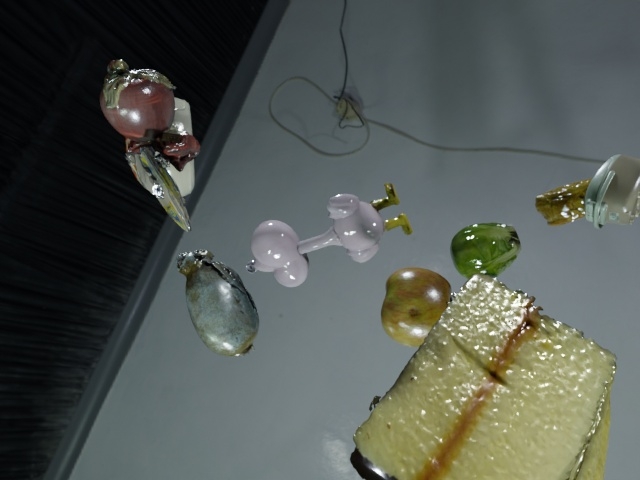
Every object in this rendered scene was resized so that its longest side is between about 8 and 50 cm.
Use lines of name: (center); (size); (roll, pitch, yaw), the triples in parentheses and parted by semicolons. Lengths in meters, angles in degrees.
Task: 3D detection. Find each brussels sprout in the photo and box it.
brussels sprout: (0.624, 0.037, 1.757); (0.272, 0.219, 0.210); (-19, 34, -1)

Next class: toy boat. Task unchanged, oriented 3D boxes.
toy boat: (-0.338, -0.109, 1.011); (0.084, 0.066, 0.210); (-20, 104, 46)

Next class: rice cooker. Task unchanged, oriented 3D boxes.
rice cooker: (0.767, -0.126, 1.203); (0.127, 0.145, 0.206); (17, 64, 39)

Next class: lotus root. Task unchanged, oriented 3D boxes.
lotus root: (-0.136, 0.083, 0.630); (0.088, 0.088, 0.165); (-25, 92, 15)

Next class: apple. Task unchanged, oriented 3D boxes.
apple: (0.323, 0.216, 1.511); (0.265, 0.264, 0.264); (-8, 69, 22)

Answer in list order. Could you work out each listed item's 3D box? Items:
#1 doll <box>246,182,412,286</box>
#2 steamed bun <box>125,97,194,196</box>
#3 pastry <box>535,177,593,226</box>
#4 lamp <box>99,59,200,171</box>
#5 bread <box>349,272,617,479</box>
doll: (0.000, 0.001, 0.973); (0.365, 0.160, 0.094); (-19, 27, 19)
steamed bun: (-0.448, -0.258, 1.307); (0.177, 0.283, 0.282); (-4, 65, -16)
pastry: (0.891, -0.145, 1.648); (0.240, 0.235, 0.132); (-25, 86, -20)
lamp: (-0.372, -0.280, 1.017); (0.215, 0.223, 0.151); (16, 61, 31)
bread: (0.245, 0.243, 0.696); (0.346, 0.242, 0.404); (12, 84, 56)
